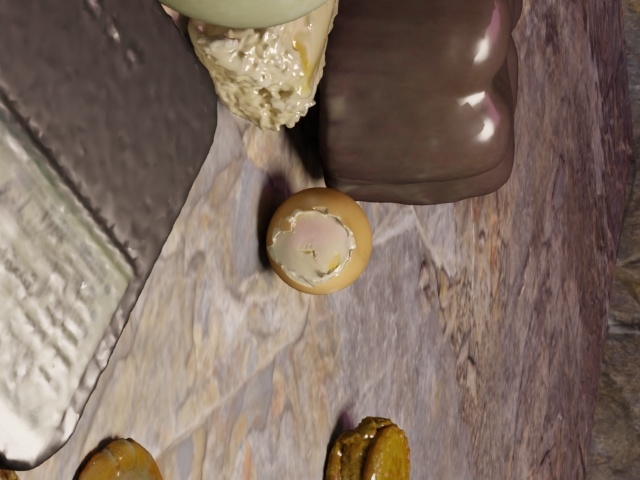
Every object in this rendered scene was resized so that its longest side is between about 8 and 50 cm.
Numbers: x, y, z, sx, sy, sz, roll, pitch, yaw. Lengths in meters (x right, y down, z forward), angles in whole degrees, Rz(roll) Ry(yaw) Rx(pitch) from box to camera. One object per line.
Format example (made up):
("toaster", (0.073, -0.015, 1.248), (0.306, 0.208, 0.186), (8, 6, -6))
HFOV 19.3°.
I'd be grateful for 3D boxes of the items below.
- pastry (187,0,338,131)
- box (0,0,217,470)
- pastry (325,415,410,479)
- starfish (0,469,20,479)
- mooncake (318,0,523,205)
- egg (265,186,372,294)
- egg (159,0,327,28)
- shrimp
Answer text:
("pastry", (-0.024, -0.199, 1.287), (0.121, 0.089, 0.258), (90, 13, -60))
("box", (-0.164, -0.080, 0.698), (0.350, 0.058, 0.211), (58, 47, -45))
("pastry", (0.041, 0.206, 1.614), (0.097, 0.057, 0.109), (20, 72, -72))
("starfish", (-0.157, 0.105, 0.882), (0.138, 0.050, 0.247), (13, 65, -68))
("mooncake", (0.081, -0.177, 1.472), (0.306, 0.154, 0.306), (2, 90, -82))
("egg", (0.000, 0.000, 1.401), (0.096, 0.080, 0.080), (-19, 111, -82))
("egg", (-0.050, -0.209, 1.015), (0.217, 0.183, 0.183), (87, 15, -46))
("shrimp", (-0.117, 0.207, 1.103), (0.124, 0.034, 0.178), (-2, 92, -71))
